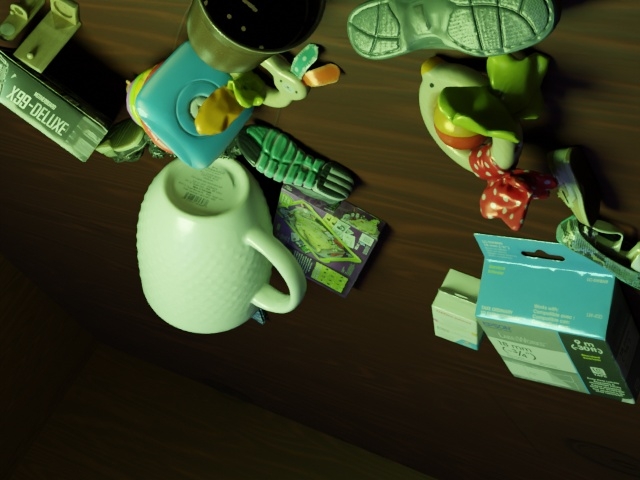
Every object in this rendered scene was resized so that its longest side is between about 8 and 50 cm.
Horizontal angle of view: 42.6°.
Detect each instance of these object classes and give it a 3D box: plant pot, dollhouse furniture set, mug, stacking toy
[{"bbox_3d":[-0.098,-0.302,1.072,0.167,0.167,0.165,36,164,-14],"label":"plant pot"},{"bbox_3d":[-0.496,-0.396,1.362,0.144,0.123,0.151,30,156,-2],"label":"dollhouse furniture set"},{"bbox_3d":[-0.188,0.013,1.627,0.374,0.276,0.328,32,147,14],"label":"mug"},{"bbox_3d":[-0.273,-0.244,1.421,0.175,0.166,0.301,47,166,-35],"label":"stacking toy"}]

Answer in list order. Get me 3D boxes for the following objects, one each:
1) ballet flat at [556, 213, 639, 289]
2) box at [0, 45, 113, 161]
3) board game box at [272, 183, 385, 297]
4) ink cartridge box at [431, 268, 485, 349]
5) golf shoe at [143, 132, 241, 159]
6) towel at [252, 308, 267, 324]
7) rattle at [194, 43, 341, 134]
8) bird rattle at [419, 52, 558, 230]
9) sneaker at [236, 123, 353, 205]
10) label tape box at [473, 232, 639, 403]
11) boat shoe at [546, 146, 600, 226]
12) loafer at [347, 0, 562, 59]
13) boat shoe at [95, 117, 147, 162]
[{"bbox_3d":[0.439,0.017,1.199,0.188,0.070,0.070,26,156,1],"label":"ballet flat"},{"bbox_3d":[-0.516,-0.263,1.555,0.242,0.077,0.307,37,-178,-16],"label":"box"},{"bbox_3d":[0.000,0.000,1.685,0.208,0.056,0.347,25,156,1],"label":"board game box"},{"bbox_3d":[0.274,0.129,1.569,0.092,0.090,0.143,20,154,21],"label":"ink cartridge box"},{"bbox_3d":[-0.222,-0.203,1.515,0.198,0.094,0.077,3,132,2],"label":"golf shoe"},{"bbox_3d":[-0.284,0.111,2.237,0.243,0.040,0.336,21,155,22],"label":"towel"},{"bbox_3d":[-0.086,-0.223,1.232,0.199,0.142,0.130,19,137,36],"label":"rattle"},{"bbox_3d":[0.219,-0.147,1.084,0.207,0.143,0.253,40,167,35],"label":"bird rattle"},{"bbox_3d":[-0.054,-0.122,1.460,0.223,0.083,0.098,30,161,-1],"label":"sneaker"},{"bbox_3d":[0.404,0.138,1.422,0.240,0.106,0.334,8,148,40],"label":"label tape box"},{"bbox_3d":[0.350,-0.076,1.134,0.045,0.050,0.135,10,140,45],"label":"boat shoe"},{"bbox_3d":[0.158,-0.267,0.959,0.267,0.084,0.096,5,116,37],"label":"loafer"},{"bbox_3d":[-0.398,-0.201,1.705,0.073,0.080,0.223,37,161,-30],"label":"boat shoe"}]
